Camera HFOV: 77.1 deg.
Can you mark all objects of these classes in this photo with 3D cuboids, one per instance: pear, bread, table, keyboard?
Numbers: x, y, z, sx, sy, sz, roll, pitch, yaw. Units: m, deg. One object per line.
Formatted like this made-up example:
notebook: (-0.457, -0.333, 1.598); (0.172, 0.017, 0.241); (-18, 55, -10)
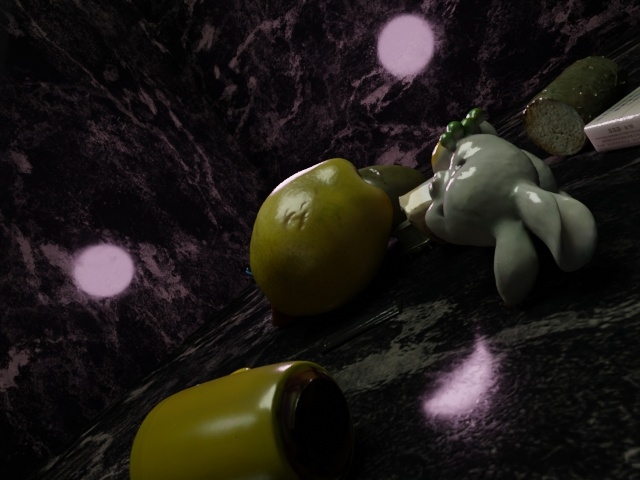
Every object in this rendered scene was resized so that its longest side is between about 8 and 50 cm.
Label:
pear: (0.000, 0.000, 1.057); (0.418, 0.362, 0.362); (-53, 4, 6)
bread: (-0.094, 0.195, 1.222); (0.119, 0.192, 0.067); (-3, 46, -4)
table: (0.242, -0.011, 1.022); (0.079, 0.083, 0.062); (-32, 7, 45)
keyboard: (0.083, 0.177, 0.828); (0.198, 0.010, 0.063); (-34, 5, 21)

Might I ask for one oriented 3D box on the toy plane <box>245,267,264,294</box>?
toy plane: (-0.119, 0.156, 1.327); (0.254, 0.271, 0.105); (9, 57, 24)

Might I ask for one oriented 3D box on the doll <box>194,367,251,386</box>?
doll: (-0.231, 0.348, 0.824); (0.237, 0.111, 0.252); (-36, -3, -10)

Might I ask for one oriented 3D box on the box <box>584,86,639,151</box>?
box: (0.618, -0.237, 0.688); (0.168, 0.071, 0.259); (-36, 5, 0)

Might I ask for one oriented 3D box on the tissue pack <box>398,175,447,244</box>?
tissue pack: (0.305, -0.087, 0.870); (0.222, 0.186, 0.090); (-32, 51, 29)

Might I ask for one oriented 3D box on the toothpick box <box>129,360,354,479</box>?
toothpick box: (-0.093, 0.251, 0.501); (0.271, 0.175, 0.175); (-29, 9, 31)

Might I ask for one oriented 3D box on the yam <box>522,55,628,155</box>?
yam: (0.615, -0.326, 0.976); (0.304, 0.168, 0.168); (-39, 6, -29)

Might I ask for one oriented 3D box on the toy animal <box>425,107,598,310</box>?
toy animal: (0.268, -0.058, 0.614); (0.182, 0.247, 0.310); (-52, -16, 23)

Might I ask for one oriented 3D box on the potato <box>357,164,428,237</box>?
potato: (0.210, -0.123, 1.266); (0.327, 0.220, 0.243); (-3, 27, -15)
